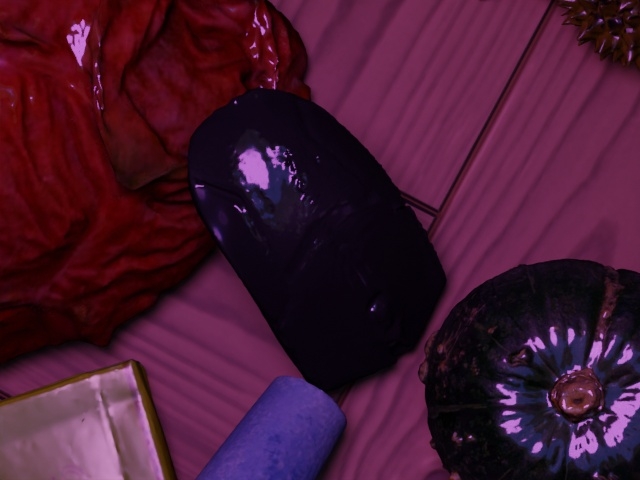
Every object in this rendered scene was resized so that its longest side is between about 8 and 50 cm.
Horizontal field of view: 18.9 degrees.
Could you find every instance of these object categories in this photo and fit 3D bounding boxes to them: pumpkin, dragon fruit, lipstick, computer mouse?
[{"bbox_3d":[0.159,0.101,1.216,0.190,0.146,0.190,-2,86,25],"label":"pumpkin"},{"bbox_3d":[-0.166,-0.105,1.267,0.330,0.302,0.240,-20,48,-16],"label":"dragon fruit"},{"bbox_3d":[-0.078,0.207,1.208,0.068,0.061,0.274,44,62,-15],"label":"lipstick"},{"bbox_3d":[0.000,0.000,1.230,0.122,0.073,0.217,-40,122,-10],"label":"computer mouse"}]

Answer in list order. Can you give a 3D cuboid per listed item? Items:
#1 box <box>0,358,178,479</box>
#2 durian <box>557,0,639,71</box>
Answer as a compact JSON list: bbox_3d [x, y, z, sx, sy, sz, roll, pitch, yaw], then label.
[{"bbox_3d":[-0.252,0.216,1.269,0.335,0.047,0.187,-18,80,1],"label":"box"},{"bbox_3d":[0.218,-0.211,1.267,0.237,0.138,0.193,-15,81,1],"label":"durian"}]
